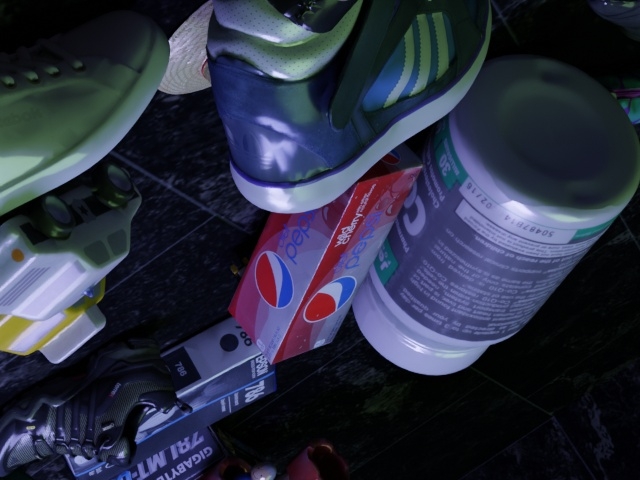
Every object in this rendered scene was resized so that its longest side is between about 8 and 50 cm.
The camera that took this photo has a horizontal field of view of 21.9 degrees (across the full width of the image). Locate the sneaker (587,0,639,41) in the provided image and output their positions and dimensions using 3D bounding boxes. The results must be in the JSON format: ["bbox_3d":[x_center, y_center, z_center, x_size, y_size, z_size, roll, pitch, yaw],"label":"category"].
[{"bbox_3d":[0.363,-0.291,1.528,0.286,0.109,0.130,-45,151,27],"label":"sneaker"}]

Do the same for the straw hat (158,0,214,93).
[{"bbox_3d":[-0.057,-0.139,1.306,0.144,0.061,0.144,-28,160,-11],"label":"straw hat"}]

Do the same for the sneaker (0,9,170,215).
[{"bbox_3d":[-0.227,-0.089,1.110,0.290,0.106,0.123,-40,132,-22],"label":"sneaker"}]

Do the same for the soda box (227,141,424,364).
[{"bbox_3d":[0.000,0.000,1.637,0.092,0.083,0.263,-16,145,-39],"label":"soda box"}]

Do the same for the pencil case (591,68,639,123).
[{"bbox_3d":[0.330,-0.157,1.851,0.151,0.064,0.070,-13,178,-45],"label":"pencil case"}]

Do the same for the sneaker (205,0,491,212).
[{"bbox_3d":[0.033,-0.192,1.217,0.323,0.130,0.236,-47,149,-37],"label":"sneaker"}]

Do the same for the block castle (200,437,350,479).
[{"bbox_3d":[0.012,0.489,2.159,0.213,0.453,0.303,-37,162,27],"label":"block castle"}]

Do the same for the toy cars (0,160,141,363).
[{"bbox_3d":[-0.207,0.035,1.304,0.176,0.087,0.393,-39,179,-16],"label":"toy cars"}]

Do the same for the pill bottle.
[{"bbox_3d":[0.170,-0.013,1.744,0.204,0.204,0.361,-20,157,-31],"label":"pill bottle"}]

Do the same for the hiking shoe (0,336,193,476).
[{"bbox_3d":[-0.251,0.198,1.747,0.227,0.114,0.086,-33,160,4],"label":"hiking shoe"}]

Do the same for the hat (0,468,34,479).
[{"bbox_3d":[-0.342,0.270,1.895,0.183,0.173,0.208,-67,178,-46],"label":"hat"}]

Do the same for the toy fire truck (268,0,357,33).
[{"bbox_3d":[-0.065,-0.247,0.908,0.246,0.217,0.158,32,124,-22],"label":"toy fire truck"}]

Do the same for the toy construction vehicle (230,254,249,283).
[{"bbox_3d":[-0.055,0.012,1.730,0.086,0.035,0.098,-41,159,3],"label":"toy construction vehicle"}]

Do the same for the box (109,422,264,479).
[{"bbox_3d":[-0.226,0.367,2.267,0.295,0.073,0.293,-33,161,0],"label":"box"}]

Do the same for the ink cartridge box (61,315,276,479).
[{"bbox_3d":[-0.150,0.170,1.916,0.332,0.065,0.165,-29,160,-12],"label":"ink cartridge box"}]
